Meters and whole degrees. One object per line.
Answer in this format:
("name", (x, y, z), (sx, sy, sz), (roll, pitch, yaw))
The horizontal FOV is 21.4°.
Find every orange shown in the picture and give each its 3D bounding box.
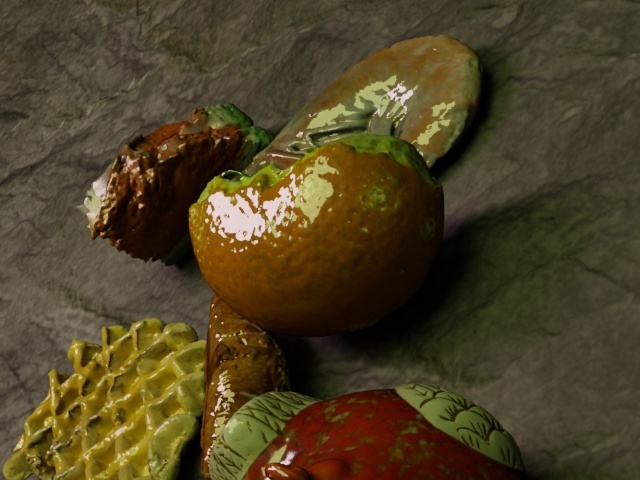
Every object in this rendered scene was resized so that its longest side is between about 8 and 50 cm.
("orange", (-0.002, 0.006, 1.484), (0.237, 0.179, 0.158), (-10, 71, 36))

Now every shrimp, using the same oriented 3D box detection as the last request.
("shrimp", (0.023, -0.083, 1.627), (0.317, 0.077, 0.168), (-37, 40, 11))

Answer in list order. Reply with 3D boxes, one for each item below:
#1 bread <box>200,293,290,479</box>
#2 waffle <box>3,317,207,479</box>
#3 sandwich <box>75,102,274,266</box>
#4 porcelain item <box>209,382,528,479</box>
("bread", (-0.068, 0.126, 1.518), (0.233, 0.076, 0.105), (-95, 14, -51))
("waffle", (-0.205, 0.192, 1.634), (0.250, 0.056, 0.261), (4, 58, 47))
("sandwich", (-0.153, -0.071, 1.735), (0.185, 0.160, 0.109), (-48, 54, 16))
("porcelain item", (0.028, 0.203, 1.226), (0.253, 0.253, 0.253), (-28, 41, 27))
